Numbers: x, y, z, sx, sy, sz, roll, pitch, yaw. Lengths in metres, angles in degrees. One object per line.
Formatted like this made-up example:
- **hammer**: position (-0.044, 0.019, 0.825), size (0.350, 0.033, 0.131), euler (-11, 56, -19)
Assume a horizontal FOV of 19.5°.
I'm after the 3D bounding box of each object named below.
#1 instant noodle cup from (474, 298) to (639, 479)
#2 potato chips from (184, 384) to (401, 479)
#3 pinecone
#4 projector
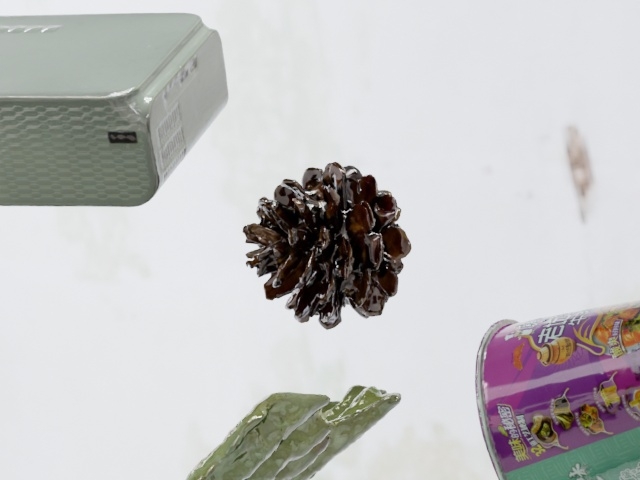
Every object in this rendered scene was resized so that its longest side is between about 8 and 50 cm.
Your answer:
- **instant noodle cup**: position (0.305, 0.176, 1.957), size (0.190, 0.251, 0.251), euler (-20, -98, 29)
- **potato chips**: position (-0.079, 0.270, 1.431), size (0.097, 0.373, 0.389), euler (29, -83, 12)
- **pinecone**: position (0.001, 0.002, 1.522), size (0.140, 0.120, 0.140), euler (-5, -97, 53)
- **projector**: position (-0.224, -0.107, 1.544), size (0.250, 0.198, 0.108), euler (1, -64, 15)
